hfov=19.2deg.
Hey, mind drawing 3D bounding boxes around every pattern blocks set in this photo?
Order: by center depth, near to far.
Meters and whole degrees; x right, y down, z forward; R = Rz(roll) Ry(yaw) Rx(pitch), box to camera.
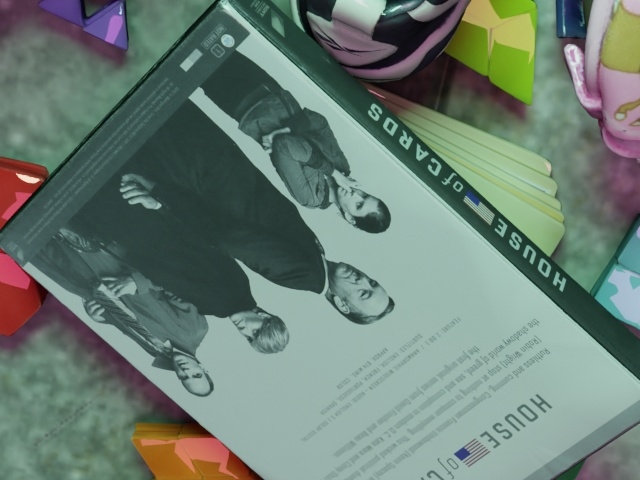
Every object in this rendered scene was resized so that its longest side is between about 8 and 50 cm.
[{"bbox_3d":[0.000,0.000,0.847,0.325,0.026,0.285,38,104,-7],"label":"pattern blocks set"}]

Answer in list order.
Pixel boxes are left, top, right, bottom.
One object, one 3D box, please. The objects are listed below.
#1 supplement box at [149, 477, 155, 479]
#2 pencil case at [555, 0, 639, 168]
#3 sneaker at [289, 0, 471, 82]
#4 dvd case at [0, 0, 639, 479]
[{"bbox_3d":[-0.101,0.156,0.883,0.083,0.055,0.043,-35,99,11],"label":"supplement box"},{"bbox_3d":[0.289,-0.087,0.741,0.386,0.160,0.167,10,139,0],"label":"pencil case"},{"bbox_3d":[0.053,-0.174,0.717,0.094,0.153,0.235,30,94,0],"label":"sneaker"},{"bbox_3d":[0.001,0.027,0.790,0.238,0.029,0.179,42,128,-10],"label":"dvd case"}]
